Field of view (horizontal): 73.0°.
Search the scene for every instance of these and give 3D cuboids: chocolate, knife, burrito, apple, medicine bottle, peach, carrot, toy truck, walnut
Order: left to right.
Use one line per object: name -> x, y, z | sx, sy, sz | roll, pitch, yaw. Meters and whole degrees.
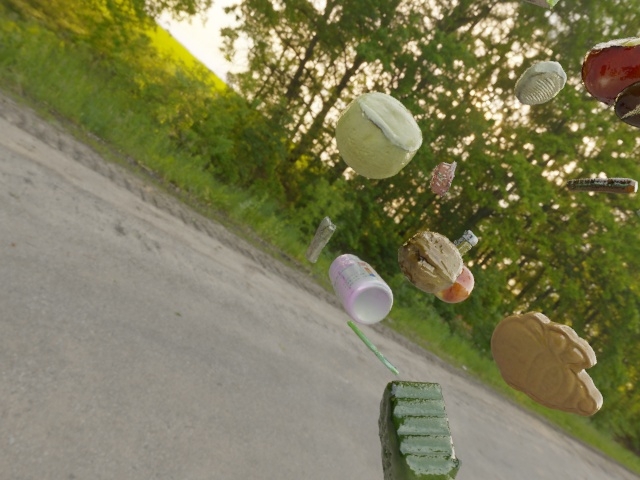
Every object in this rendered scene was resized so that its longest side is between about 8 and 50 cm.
burrito -> -0.001, 0.000, 1.388 | 0.051, 0.171, 0.042 | 45, 28, 26
medicine bottle -> 0.121, 0.148, 1.395 | 0.152, 0.152, 0.254 | 37, 6, -24
knife -> 0.114, 0.249, 1.045 | 0.054, 0.015, 0.212 | 42, -1, -33
walnut -> 0.301, 0.060, 1.176 | 0.155, 0.155, 0.184 | 35, 11, -38
apple -> 0.507, 0.159, 1.661 | 0.139, 0.163, 0.163 | 5, 26, -28
toy truck -> 0.600, 0.020, 1.813 | 0.052, 0.123, 0.063 | 35, 14, -45
carrot -> 1.227, -0.238, 1.896 | 0.260, 0.070, 0.070 | 7, -18, 41
peach -> 1.159, -0.668, 1.602 | 0.281, 0.281, 0.338 | 41, -22, 1
chocolate -> 1.084, -0.461, 1.450 | 0.177, 0.177, 0.177 | 40, 8, -7

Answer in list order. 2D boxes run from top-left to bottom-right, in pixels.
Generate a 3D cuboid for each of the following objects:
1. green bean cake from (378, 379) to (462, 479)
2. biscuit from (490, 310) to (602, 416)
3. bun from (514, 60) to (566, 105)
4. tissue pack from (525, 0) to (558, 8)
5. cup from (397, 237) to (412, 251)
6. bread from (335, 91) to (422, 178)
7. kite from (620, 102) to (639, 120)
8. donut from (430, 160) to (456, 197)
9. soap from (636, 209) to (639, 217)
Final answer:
green bean cake -> 0.228, 0.506, 1.073 | 0.250, 0.156, 0.247 | -87, 178, -46
biscuit -> 0.686, 0.377, 1.340 | 0.351, 0.057, 0.312 | 29, -48, 50
bun -> 1.074, -0.784, 2.124 | 0.239, 0.239, 0.141 | 31, 45, -52
tissue pack -> 0.666, -0.797, 1.222 | 0.073, 0.235, 0.173 | 18, 29, -33
cup -> 0.432, 0.072, 1.907 | 0.176, 0.131, 0.155 | 15, -22, 47
bread -> 0.213, -0.396, 1.647 | 0.320, 0.237, 0.320 | 15, 62, -29
kite -> 0.946, -0.429, 1.161 | 0.016, 0.321, 0.234 | 34, 44, 5
donut -> 0.416, -0.206, 1.484 | 0.065, 0.117, 0.166 | 16, -2, 10
soap -> 1.370, -0.079, 1.642 | 0.138, 0.199, 0.182 | -8, 72, -25
